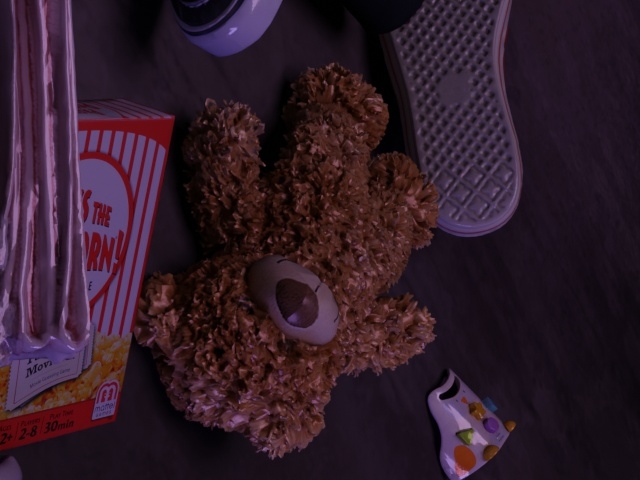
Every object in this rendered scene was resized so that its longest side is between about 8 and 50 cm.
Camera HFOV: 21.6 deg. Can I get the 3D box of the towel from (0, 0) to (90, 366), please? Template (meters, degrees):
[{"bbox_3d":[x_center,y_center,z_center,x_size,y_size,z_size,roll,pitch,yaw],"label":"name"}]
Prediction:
[{"bbox_3d":[-0.206,-0.098,0.720,0.053,0.332,0.317,0,84,-38],"label":"towel"}]

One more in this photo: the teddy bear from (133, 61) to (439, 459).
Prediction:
[{"bbox_3d":[0.000,0.000,1.207,0.338,0.113,0.245,-30,105,-56],"label":"teddy bear"}]

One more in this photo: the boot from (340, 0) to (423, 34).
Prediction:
[{"bbox_3d":[0.021,-0.308,1.324,0.207,0.094,0.246,29,66,-47],"label":"boot"}]

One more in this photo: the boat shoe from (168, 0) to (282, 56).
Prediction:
[{"bbox_3d":[-0.087,-0.274,1.138,0.105,0.113,0.306,22,62,-46],"label":"boat shoe"}]

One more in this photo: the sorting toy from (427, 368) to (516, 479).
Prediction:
[{"bbox_3d":[0.122,0.150,1.435,0.075,0.045,0.083,53,38,-7],"label":"sorting toy"}]

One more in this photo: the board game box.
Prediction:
[{"bbox_3d":[-0.160,0.018,0.947,0.147,0.045,0.193,-9,115,-58],"label":"board game box"}]

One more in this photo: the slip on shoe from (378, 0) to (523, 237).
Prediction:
[{"bbox_3d":[0.110,-0.158,1.435,0.101,0.123,0.331,84,0,-77],"label":"slip on shoe"}]

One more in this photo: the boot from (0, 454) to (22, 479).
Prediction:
[{"bbox_3d":[-0.226,0.188,0.843,0.258,0.095,0.123,-20,93,-66],"label":"boot"}]
